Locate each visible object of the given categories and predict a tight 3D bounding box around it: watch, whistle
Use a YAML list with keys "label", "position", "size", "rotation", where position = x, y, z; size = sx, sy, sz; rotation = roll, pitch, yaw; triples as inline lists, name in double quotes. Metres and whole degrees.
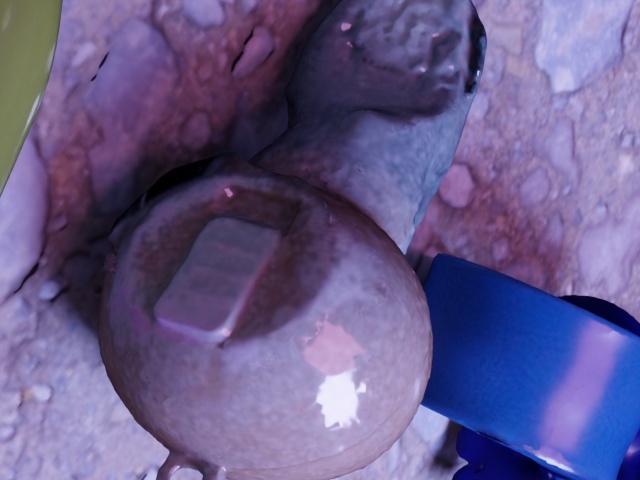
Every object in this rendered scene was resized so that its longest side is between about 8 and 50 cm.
- label: "watch"
  position: [0.142, 0.099, 0.997]
  size: [0.200, 0.196, 0.171]
  rotation: [33, 73, -52]
- label: "whistle"
  position: [0.000, 0.000, 0.853]
  size: [0.189, 0.189, 0.347]
  rotation: [51, 56, -42]

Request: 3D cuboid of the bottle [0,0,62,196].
- label: "bottle"
  position: [-0.178, -0.076, 0.681]
  size: [0.112, 0.112, 0.260]
  rotation: [25, 87, -45]
